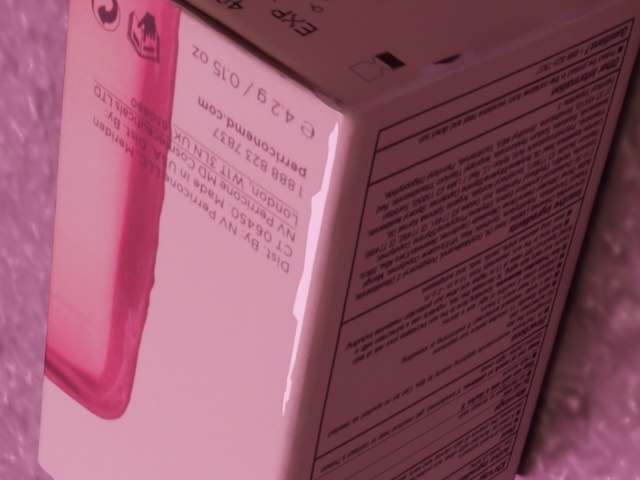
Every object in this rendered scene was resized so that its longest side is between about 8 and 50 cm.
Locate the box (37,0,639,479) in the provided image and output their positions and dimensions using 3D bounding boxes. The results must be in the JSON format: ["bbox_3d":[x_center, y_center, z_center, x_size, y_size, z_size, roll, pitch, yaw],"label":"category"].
[{"bbox_3d":[0.000,0.000,0.649,0.127,0.149,0.232,36,134,30],"label":"box"}]
